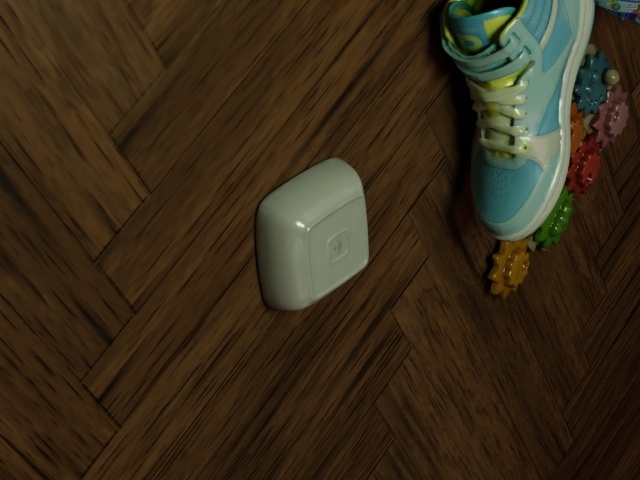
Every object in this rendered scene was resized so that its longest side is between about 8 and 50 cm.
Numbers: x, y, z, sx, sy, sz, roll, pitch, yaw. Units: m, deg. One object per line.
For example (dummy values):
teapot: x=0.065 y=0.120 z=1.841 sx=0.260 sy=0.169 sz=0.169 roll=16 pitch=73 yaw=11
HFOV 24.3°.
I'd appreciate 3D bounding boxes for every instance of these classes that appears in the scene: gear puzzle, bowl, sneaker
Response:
gear puzzle: x=0.302 y=-0.076 z=1.886 sx=0.339 sy=0.044 sz=0.175 roll=-59 pitch=143 yaw=-12
bowl: x=0.000 y=0.000 z=1.538 sx=0.142 sy=0.053 sz=0.142 roll=-32 pitch=132 yaw=-38
sneaker: x=0.193 y=-0.162 z=1.644 sx=0.208 sy=0.127 sz=0.319 roll=8 pitch=91 yaw=-55

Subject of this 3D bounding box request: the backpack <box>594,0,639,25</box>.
backpack: x=0.363 y=-0.322 z=1.748 sx=0.173 sy=0.158 sz=0.117 roll=-36 pitch=149 yaw=-39
